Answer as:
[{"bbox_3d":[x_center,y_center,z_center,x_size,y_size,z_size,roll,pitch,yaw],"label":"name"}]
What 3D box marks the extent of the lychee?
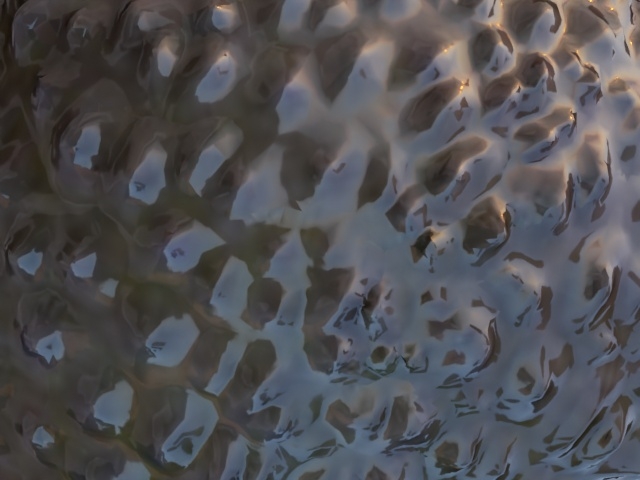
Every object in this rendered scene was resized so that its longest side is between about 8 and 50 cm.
[{"bbox_3d":[0.000,0.000,0.823,0.432,0.380,0.380,-59,169,15],"label":"lychee"}]
